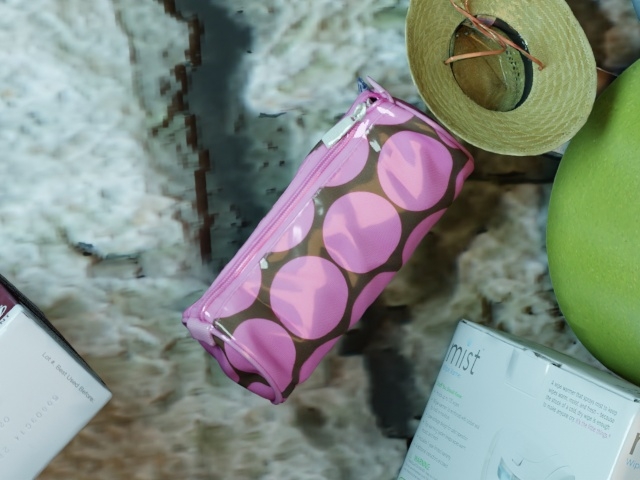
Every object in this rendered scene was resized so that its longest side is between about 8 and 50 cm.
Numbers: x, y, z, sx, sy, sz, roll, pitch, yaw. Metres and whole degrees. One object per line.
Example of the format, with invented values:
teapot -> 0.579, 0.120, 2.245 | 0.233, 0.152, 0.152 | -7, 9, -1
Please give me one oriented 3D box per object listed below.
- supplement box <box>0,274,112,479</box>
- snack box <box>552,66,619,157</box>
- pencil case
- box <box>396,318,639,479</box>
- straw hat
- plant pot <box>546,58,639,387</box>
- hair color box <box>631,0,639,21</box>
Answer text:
supplement box -> -0.205, 0.086, 1.062 | 0.130, 0.239, 0.073 | -47, 107, -7
snack box -> 0.227, -0.070, 1.295 | 0.178, 0.022, 0.064 | 18, 95, -20
pencil case -> 0.000, 0.000, 1.197 | 0.209, 0.095, 0.098 | -53, 142, -6
box -> 0.143, 0.192, 1.181 | 0.127, 0.262, 0.231 | 22, 90, -20
straw hat -> 0.107, -0.110, 1.229 | 0.144, 0.061, 0.144 | 8, 67, -19
plant pot -> 0.323, 0.024, 1.177 | 0.275, 0.293, 0.275 | -5, 108, -15
hair color box -> 0.356, -0.306, 1.256 | 0.374, 0.113, 0.185 | -29, 105, -13
